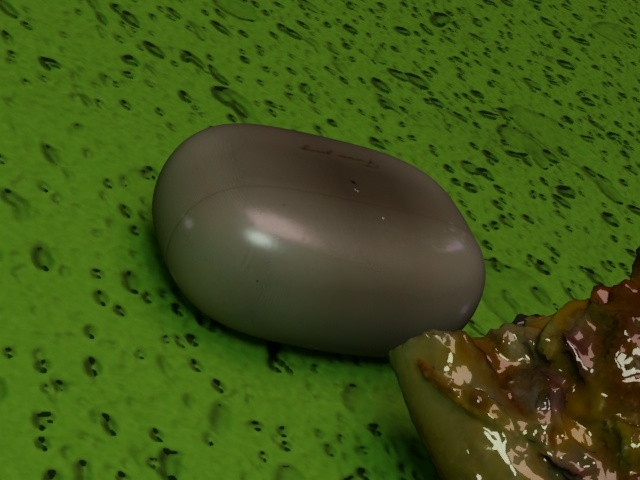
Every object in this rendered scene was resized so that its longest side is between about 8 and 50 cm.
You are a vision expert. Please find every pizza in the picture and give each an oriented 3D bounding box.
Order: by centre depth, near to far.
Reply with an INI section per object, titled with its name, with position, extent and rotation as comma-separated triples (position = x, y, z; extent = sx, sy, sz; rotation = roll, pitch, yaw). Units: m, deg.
[pizza]
position = 0.235, 0.117, 0.902
extent = 0.408, 0.114, 0.278
rotation = 29, 61, -3

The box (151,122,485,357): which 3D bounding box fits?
[box]
position = 0.000, 0.000, 0.970
extent = 0.200, 0.088, 0.146
rotation = 10, 34, -28
